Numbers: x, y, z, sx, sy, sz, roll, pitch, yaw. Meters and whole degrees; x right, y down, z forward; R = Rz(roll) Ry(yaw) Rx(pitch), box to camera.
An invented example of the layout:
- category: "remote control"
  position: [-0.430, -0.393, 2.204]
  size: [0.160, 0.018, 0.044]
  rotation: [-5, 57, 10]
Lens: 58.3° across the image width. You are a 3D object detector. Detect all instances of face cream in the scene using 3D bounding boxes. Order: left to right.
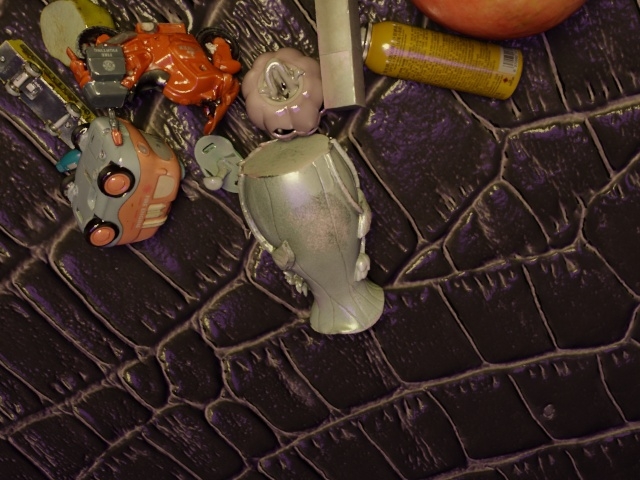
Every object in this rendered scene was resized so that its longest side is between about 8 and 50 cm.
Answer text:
- category: "face cream"
  position: [0.215, -0.363, 1.140]
  size: [0.349, 0.105, 0.104]
  rotation: [9, 116, -7]

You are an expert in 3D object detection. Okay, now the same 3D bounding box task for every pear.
- category: "pear"
  position: [-0.452, -0.397, 1.100]
  size: [0.141, 0.104, 0.141]
  rotation: [7, 109, 22]

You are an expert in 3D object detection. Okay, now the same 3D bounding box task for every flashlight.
- category: "flashlight"
  position: [-0.511, -0.184, 1.238]
  size: [0.129, 0.051, 0.051]
  rotation: [-23, 115, 16]

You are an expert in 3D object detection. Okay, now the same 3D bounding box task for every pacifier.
- category: "pacifier"
  position: [-0.219, -0.147, 1.229]
  size: [0.127, 0.116, 0.150]
  rotation: [-18, 123, 35]

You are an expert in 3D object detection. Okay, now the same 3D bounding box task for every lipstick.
- category: "lipstick"
  position: [0.034, -0.405, 1.065]
  size: [0.068, 0.066, 0.317]
  rotation: [-3, 95, 23]

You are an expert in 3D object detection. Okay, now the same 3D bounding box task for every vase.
- category: "vase"
  position: [0.000, 0.000, 1.239]
  size: [0.250, 0.250, 0.445]
  rotation: [-18, 122, 7]

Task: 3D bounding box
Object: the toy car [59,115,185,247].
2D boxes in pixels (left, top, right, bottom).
- category: "toy car"
  position: [-0.396, -0.117, 1.194]
  size: [0.213, 0.180, 0.270]
  rotation: [-4, 131, -43]

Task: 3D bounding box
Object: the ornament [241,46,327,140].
- category: "ornament"
  position: [-0.067, -0.288, 1.123]
  size: [0.178, 0.177, 0.177]
  rotation: [-1, 116, -2]

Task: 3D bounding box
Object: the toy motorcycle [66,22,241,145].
- category: "toy motorcycle"
  position: [-0.287, -0.299, 1.072]
  size: [0.326, 0.148, 0.221]
  rotation: [-11, 81, -28]

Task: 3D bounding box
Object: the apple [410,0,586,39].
- category: "apple"
  position: [0.299, -0.512, 0.936]
  size: [0.364, 0.364, 0.363]
  rotation: [-1, 116, -2]

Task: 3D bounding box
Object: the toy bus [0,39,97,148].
- category: "toy bus"
  position: [-0.560, -0.293, 1.164]
  size: [0.081, 0.074, 0.226]
  rotation: [-38, 111, 14]
